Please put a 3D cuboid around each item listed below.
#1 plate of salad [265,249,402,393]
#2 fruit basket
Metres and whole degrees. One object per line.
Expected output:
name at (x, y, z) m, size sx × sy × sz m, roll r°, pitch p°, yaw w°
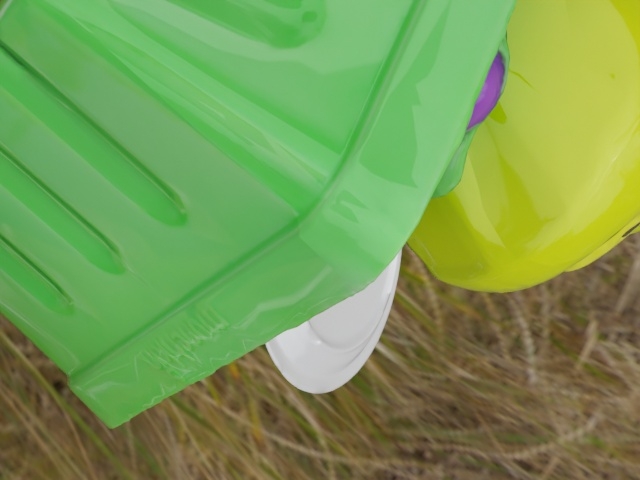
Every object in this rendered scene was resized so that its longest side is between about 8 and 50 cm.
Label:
plate of salad at (0.000, 0.000, 1.167) m, size 0.200 × 0.048 × 0.199 m, roll -16°, pitch 109°, yaw -58°
fruit basket at (0.026, -0.051, 0.826) m, size 0.392 × 0.392 × 0.283 m, roll 33°, pitch 65°, yaw -19°
